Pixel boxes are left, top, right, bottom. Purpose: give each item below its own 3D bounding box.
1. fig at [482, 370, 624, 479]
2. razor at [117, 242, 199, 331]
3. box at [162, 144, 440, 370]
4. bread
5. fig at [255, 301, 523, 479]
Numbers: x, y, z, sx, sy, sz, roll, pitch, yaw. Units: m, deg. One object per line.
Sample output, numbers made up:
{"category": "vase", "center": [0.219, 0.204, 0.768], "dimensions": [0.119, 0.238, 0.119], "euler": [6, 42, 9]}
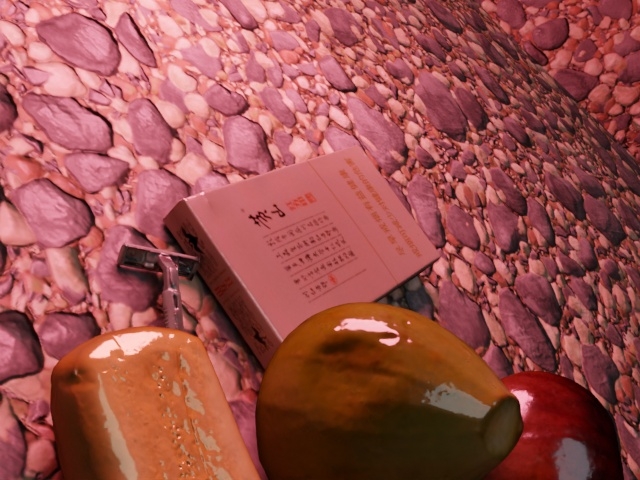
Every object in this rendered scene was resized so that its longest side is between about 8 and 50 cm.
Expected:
{"category": "fig", "center": [0.213, 0.252, 0.772], "dimensions": [0.235, 0.214, 0.235], "euler": [8, 80, -49]}
{"category": "razor", "center": [-0.136, 0.096, 0.692], "dimensions": [0.084, 0.036, 0.211], "euler": [12, 48, -37]}
{"category": "box", "center": [-0.001, 0.001, 0.910], "dimensions": [0.205, 0.051, 0.365], "euler": [55, 36, 8]}
{"category": "bread", "center": [-0.126, 0.174, 0.574], "dimensions": [0.147, 0.098, 0.217], "euler": [-2, 61, -42]}
{"category": "fig", "center": [0.054, 0.149, 0.675], "dimensions": [0.207, 0.230, 0.207], "euler": [26, 41, -26]}
